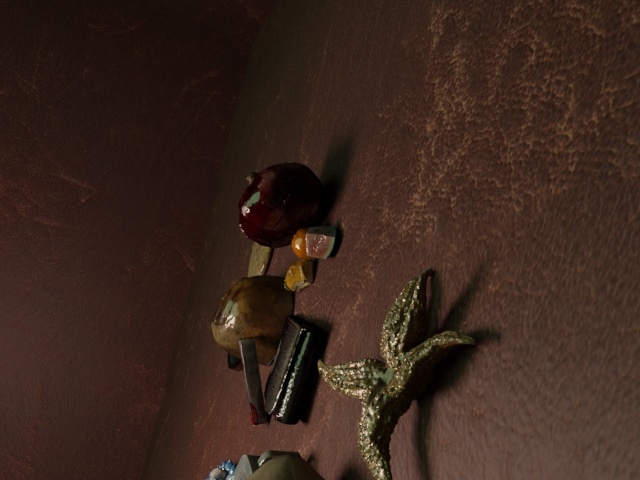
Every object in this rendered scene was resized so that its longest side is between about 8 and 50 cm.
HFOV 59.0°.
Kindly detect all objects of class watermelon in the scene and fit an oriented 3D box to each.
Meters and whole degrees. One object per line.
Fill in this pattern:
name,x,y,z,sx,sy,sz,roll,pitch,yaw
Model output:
watermelon,0.002,0.005,1.346,0.092,0.072,0.084,-27,67,59

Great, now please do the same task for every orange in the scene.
orange,-0.033,0.007,1.421,0.083,0.084,0.083,-164,90,-71

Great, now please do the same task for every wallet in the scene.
wallet,-0.076,0.292,1.338,0.262,0.071,0.220,178,107,-77

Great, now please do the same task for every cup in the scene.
cup,-0.097,0.483,1.148,0.128,0.130,0.095,-65,27,13

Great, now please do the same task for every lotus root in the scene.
lotus root,-0.199,0.208,1.588,0.272,0.192,0.272,-161,90,-78

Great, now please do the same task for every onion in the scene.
onion,-0.115,-0.101,1.485,0.219,0.252,0.252,40,121,22

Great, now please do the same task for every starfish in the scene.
starfish,0.119,0.171,0.873,0.293,0.084,0.301,-63,25,16

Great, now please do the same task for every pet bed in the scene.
pet bed,-0.252,0.314,1.815,0.201,0.054,0.201,-165,90,-70

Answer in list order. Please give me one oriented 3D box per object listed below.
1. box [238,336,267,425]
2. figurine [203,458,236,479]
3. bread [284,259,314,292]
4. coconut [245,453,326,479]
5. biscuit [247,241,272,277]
box,-0.174,0.360,1.454,0.055,0.040,0.218,167,94,-75
figurine,-0.276,0.654,1.563,0.114,0.079,0.114,-34,29,22
bread,-0.056,0.088,1.461,0.106,0.053,0.072,-30,50,56
coconut,-0.060,0.474,0.947,0.202,0.202,0.222,131,144,-50
biscuit,-0.205,0.046,1.931,0.220,0.033,0.219,-164,90,-70
